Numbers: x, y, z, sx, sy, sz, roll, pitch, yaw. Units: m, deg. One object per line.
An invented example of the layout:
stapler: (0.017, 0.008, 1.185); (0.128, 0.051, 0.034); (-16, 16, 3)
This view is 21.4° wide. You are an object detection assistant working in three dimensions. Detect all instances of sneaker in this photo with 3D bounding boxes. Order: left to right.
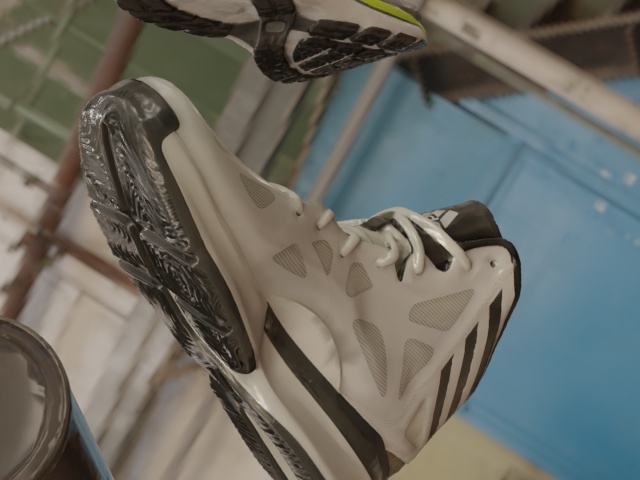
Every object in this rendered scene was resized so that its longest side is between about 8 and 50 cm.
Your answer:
sneaker: (-0.023, -0.183, 1.071); (0.300, 0.111, 0.121); (20, -118, -60)
sneaker: (0.000, 0.000, 1.331); (0.257, 0.169, 0.447); (-41, -51, -17)

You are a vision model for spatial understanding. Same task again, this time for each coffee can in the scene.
coffee can: (-0.285, 0.219, 1.481); (0.201, 0.202, 0.275); (-55, -25, -26)
